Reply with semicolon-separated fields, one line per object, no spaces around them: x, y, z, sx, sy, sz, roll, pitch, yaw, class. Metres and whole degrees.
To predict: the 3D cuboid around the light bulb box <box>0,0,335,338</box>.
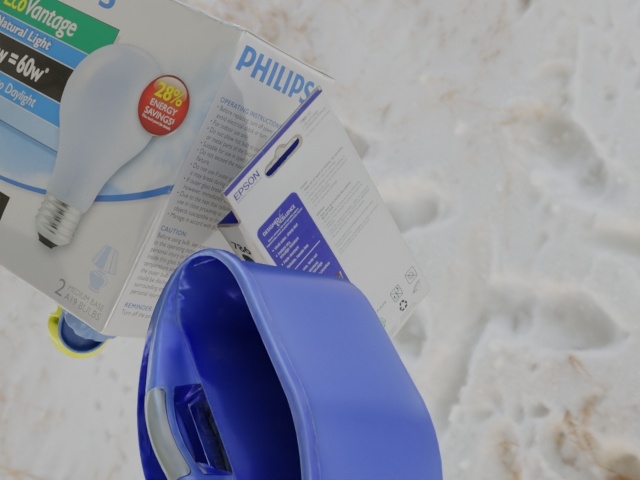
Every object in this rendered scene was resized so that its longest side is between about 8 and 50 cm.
-0.237;-0.117;1.301;0.358;0.225;0.361;27;95;27;light bulb box

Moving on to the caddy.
-0.056;0.163;0.888;0.241;0.179;0.341;-61;37;30;caddy

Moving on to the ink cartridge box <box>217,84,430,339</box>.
0.000;0.000;1.192;0.065;0.333;0.165;20;60;43;ink cartridge box

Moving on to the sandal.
-0.310;0.029;1.615;0.138;0.126;0.318;-172;95;-70;sandal
